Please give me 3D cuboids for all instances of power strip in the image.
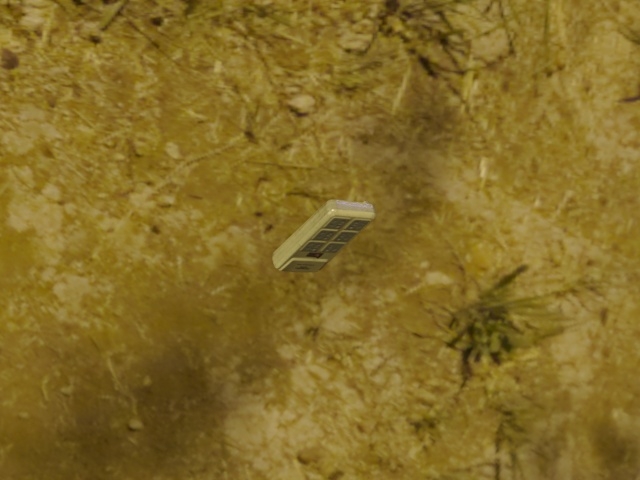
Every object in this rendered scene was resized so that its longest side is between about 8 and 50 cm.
[{"bbox_3d":[0.000,0.000,1.163,0.076,0.169,0.028,3,59,-33],"label":"power strip"}]
